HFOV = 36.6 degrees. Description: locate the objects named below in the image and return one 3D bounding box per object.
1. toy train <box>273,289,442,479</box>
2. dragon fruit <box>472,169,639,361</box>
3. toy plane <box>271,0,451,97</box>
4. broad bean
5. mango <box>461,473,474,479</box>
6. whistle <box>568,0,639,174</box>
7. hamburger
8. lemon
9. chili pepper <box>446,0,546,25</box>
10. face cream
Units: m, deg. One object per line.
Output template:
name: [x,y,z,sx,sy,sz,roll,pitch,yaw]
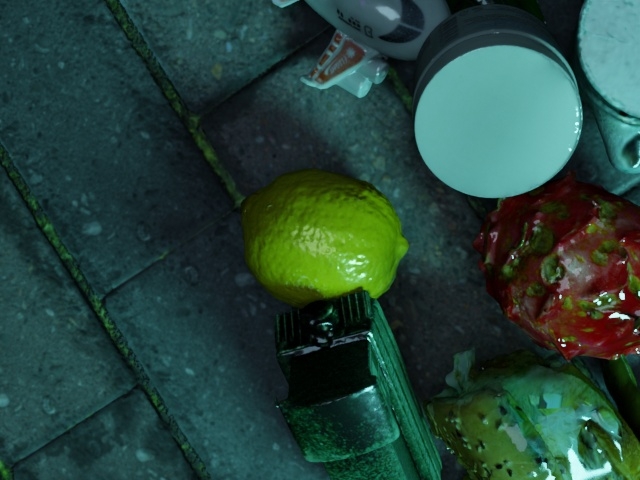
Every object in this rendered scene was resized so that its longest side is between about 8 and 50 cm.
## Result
toy train: [0.046,0.225,1.125,0.139,0.178,0.330,-17,118,11]
dragon fruit: [0.300,0.039,1.082,0.268,0.205,0.210,32,124,41]
toy plane: [0.044,-0.297,1.162,0.252,0.118,0.252,6,105,23]
broad bean: [0.369,0.185,1.122,0.039,0.226,0.069,6,137,-23]
mango: [0.203,0.365,1.190,0.111,0.089,0.163,26,88,8]
whistle: [0.428,-0.271,1.072,0.188,0.168,0.405,45,100,6]
hamburger: [0.254,0.238,1.103,0.168,0.192,0.288,-36,84,-11]
lemon: [0.003,0.000,1.168,0.193,0.180,0.180,-4,92,-11]
chili pepper: [0.236,-0.246,1.166,0.108,0.062,0.216,-37,88,10]
face cream: [0.190,-0.156,1.066,0.177,0.153,0.177,2,119,4]
